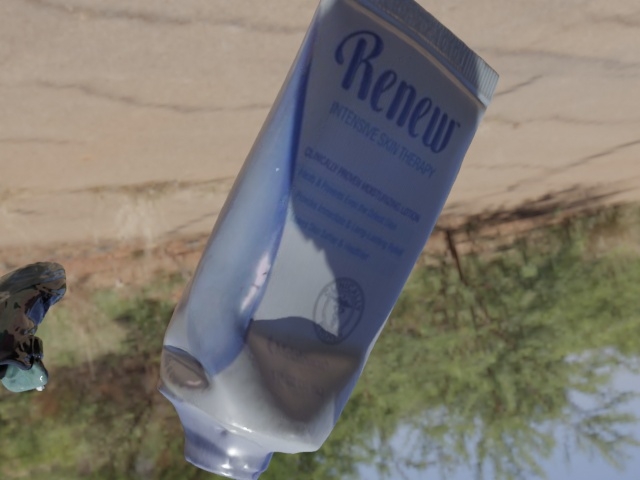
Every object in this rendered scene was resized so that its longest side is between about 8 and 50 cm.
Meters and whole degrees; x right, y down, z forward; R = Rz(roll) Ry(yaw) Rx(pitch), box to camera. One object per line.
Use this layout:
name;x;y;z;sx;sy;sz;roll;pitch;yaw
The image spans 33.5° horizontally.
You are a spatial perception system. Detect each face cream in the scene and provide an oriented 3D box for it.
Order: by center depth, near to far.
face cream;0.000;0.000;0.882;0.235;0.420;0.137;27;177;-43

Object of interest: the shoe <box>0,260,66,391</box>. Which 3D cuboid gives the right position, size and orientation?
shoe;-0.254;0.081;0.856;0.071;0.099;0.169;-27;-177;29
